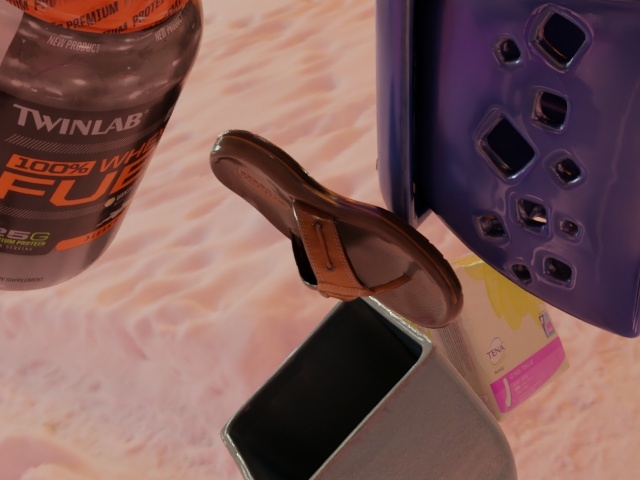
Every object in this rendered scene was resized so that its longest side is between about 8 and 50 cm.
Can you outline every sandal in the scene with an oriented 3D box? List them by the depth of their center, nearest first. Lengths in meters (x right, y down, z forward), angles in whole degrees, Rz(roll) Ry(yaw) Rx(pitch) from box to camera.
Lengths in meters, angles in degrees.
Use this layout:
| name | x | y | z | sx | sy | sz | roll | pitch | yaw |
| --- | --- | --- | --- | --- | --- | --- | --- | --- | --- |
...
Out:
| name | x | y | z | sx | sy | sz | roll | pitch | yaw |
| --- | --- | --- | --- | --- | --- | --- | --- | --- | --- |
| sandal | 0.000 | 0.000 | 0.688 | 0.219 | 0.090 | 0.060 | 36 | 62 | 11 |

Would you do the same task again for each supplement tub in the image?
| name | x | y | z | sx | sy | sz | roll | pitch | yaw |
| --- | --- | --- | --- | --- | --- | --- | --- | --- | --- |
| supplement tub | -0.121 | -0.070 | 0.421 | 0.117 | 0.117 | 0.190 | -45 | -6 | -41 |

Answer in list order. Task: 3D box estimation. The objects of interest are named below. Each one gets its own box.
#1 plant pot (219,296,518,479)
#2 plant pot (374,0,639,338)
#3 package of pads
| name | x | y | z | sx | sy | sz | roll | pitch | yaw |
| --- | --- | --- | --- | --- | --- | --- | --- | --- | --- |
| plant pot | 0.079 | 0.247 | 1.113 | 0.248 | 0.252 | 0.247 | -47 | 21 | -3 |
| plant pot | 0.165 | -0.114 | 0.653 | 0.212 | 0.236 | 0.236 | 20 | 44 | 28 |
| package of pads | 0.246 | 0.129 | 1.437 | 0.101 | 0.229 | 0.296 | -24 | -3 | 34 |
